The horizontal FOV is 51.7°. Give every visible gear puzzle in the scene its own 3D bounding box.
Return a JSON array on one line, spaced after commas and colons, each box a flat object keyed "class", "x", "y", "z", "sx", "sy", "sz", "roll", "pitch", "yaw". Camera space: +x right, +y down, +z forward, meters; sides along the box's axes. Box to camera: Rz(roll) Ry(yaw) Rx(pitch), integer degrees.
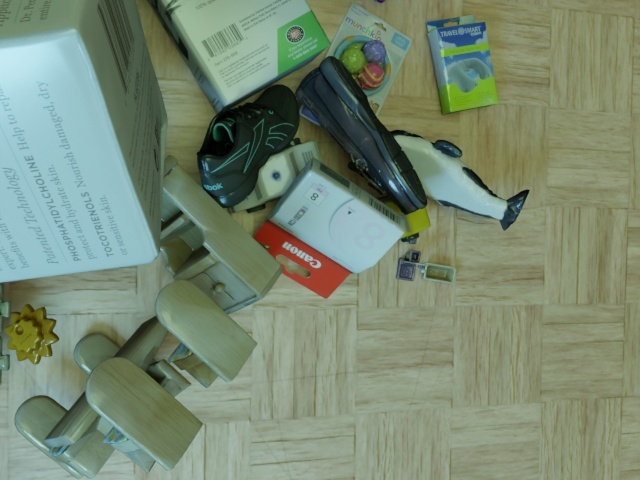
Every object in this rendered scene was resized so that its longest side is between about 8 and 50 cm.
[{"class": "gear puzzle", "x": -0.541, "y": 0.141, "z": 0.967, "sx": 0.338, "sy": 0.044, "sz": 0.176, "roll": 2, "pitch": 91, "yaw": 11}]

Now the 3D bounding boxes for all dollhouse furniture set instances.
[{"class": "dollhouse furniture set", "x": -0.275, "y": 0.109, "z": 0.967, "sx": 0.256, "sy": 0.362, "sz": 0.394, "roll": 45, "pitch": 52, "yaw": -14}, {"class": "dollhouse furniture set", "x": 0.214, "y": 0.039, "z": 1.232, "sx": 0.114, "sy": 0.081, "sz": 0.091, "roll": 10, "pitch": 89, "yaw": -16}]

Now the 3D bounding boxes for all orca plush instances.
[{"class": "orca plush", "x": 0.246, "y": -0.137, "z": 1.223, "sx": 0.287, "sy": 0.151, "sz": 0.102, "roll": 18, "pitch": 46, "yaw": 7}]

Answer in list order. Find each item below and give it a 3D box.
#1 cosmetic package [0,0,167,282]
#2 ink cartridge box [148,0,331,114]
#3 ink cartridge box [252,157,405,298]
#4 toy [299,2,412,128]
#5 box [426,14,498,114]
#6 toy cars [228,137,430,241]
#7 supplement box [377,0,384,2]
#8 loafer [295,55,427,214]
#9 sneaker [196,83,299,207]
[{"class": "cosmetic package", "x": -0.424, "y": -0.169, "z": 0.819, "sx": 0.393, "sy": 0.329, "sz": 0.327, "roll": -7, "pitch": 136, "yaw": -2}, {"class": "ink cartridge box", "x": -0.152, "y": -0.390, "z": 1.092, "sx": 0.211, "sy": 0.121, "sz": 0.289, "roll": -33, "pitch": 100, "yaw": -12}, {"class": "ink cartridge box", "x": 0.000, "y": 0.000, "z": 1.116, "sx": 0.189, "sy": 0.066, "sz": 0.232, "roll": 32, "pitch": 118, "yaw": -14}, {"class": "toy", "x": 0.072, "y": -0.302, "z": 1.194, "sx": 0.136, "sy": 0.056, "sz": 0.237, "roll": 28, "pitch": 84, "yaw": -16}, {"class": "box", "x": 0.270, "y": -0.338, "z": 1.256, "sx": 0.109, "sy": 0.042, "sz": 0.178, "roll": -13, "pitch": 96, "yaw": -15}, {"class": "toy cars", "x": 0.016, "y": -0.072, "z": 1.153, "sx": 0.393, "sy": 0.087, "sz": 0.177, "roll": 22, "pitch": 90, "yaw": -10}, {"class": "supplement box", "x": 0.105, "y": -0.499, "z": 1.110, "sx": 0.111, "sy": 0.220, "sz": 0.114, "roll": 12, "pitch": 88, "yaw": -15}, {"class": "loafer", "x": 0.069, "y": -0.166, "z": 1.131, "sx": 0.095, "sy": 0.109, "sz": 0.303, "roll": -33, "pitch": 89, "yaw": 23}, {"class": "sneaker", "x": -0.114, "y": -0.177, "z": 1.075, "sx": 0.267, "sy": 0.101, "sz": 0.106, "roll": -64, "pitch": 148, "yaw": -33}]
